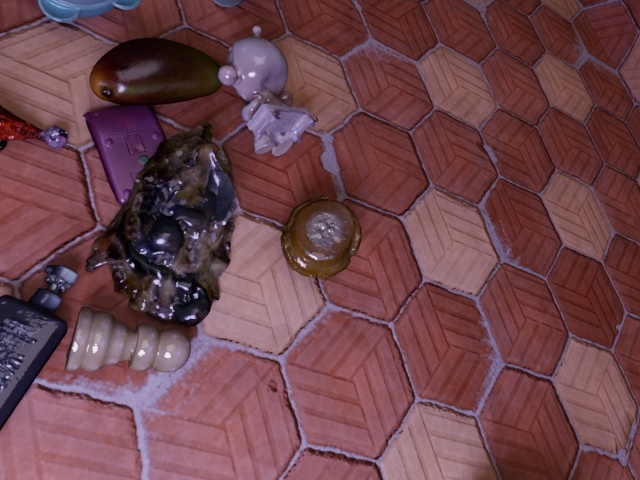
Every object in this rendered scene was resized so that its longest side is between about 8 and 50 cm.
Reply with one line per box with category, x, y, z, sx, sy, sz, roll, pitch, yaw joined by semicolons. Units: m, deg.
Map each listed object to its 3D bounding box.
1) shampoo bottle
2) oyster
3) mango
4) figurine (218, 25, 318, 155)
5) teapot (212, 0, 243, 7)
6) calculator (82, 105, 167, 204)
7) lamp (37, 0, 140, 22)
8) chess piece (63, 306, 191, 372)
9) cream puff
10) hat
shampoo bottle;-0.434;0.167;0.631;0.098;0.071;0.309;29;59;-11
oyster;-0.223;-0.041;0.802;0.221;0.096;0.361;32;65;-21
mango;-0.302;-0.321;0.883;0.268;0.111;0.133;-21;53;-39
figurine;-0.120;-0.316;0.949;0.182;0.144;0.256;-16;75;-29
teapot;-0.187;-0.636;1.061;0.239;0.162;0.149;25;45;20
calculator;-0.333;-0.160;0.845;0.127;0.034;0.190;-19;79;-33
lamp;-0.482;-0.557;0.874;0.209;0.147;0.284;-28;82;-30
chess piece;-0.284;0.158;0.705;0.171;0.094;0.094;15;63;-28
cream puff;0.000;0.000;0.887;0.165;0.115;0.150;-23;73;-22
hat;-0.527;-0.197;0.739;0.228;0.129;0.140;9;47;-41
